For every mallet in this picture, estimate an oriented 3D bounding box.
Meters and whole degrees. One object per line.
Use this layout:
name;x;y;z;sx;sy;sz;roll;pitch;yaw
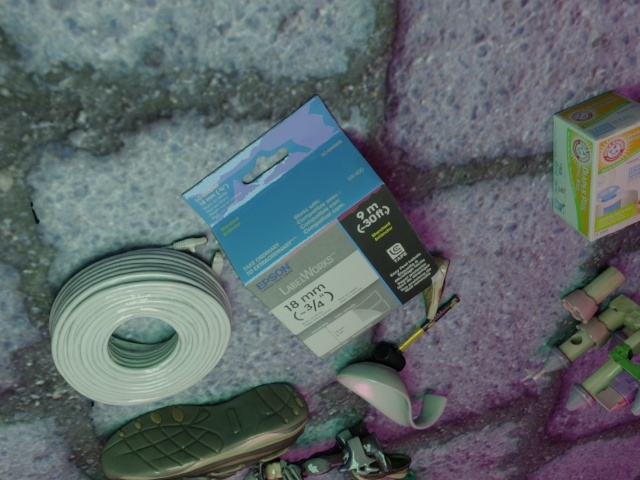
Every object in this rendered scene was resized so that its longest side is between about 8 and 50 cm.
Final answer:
mallet;0.189;0.175;1.120;0.189;0.039;0.062;-38;129;1

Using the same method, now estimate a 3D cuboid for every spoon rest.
spoon rest;0.142;0.299;1.137;0.276;0.137;0.084;31;64;-38

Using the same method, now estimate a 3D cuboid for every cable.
cable;-0.255;0.131;0.874;0.257;0.089;0.257;-10;126;-15

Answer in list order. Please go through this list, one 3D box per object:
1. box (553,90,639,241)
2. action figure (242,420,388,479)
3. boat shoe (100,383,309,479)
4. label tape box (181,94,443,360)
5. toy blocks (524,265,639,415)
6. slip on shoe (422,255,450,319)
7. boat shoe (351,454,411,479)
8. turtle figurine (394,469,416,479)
box;0.456;-0.119;0.973;0.114;0.103;0.203;-22;128;-7
action figure;-0.023;0.439;1.150;0.285;0.099;0.185;-15;168;-11
boat shoe;-0.189;0.362;1.036;0.355;0.132;0.130;-9;126;-14
label tape box;0.000;0.000;0.875;0.240;0.106;0.334;-36;129;4
toy blocks;0.605;0.275;1.193;0.260;0.288;0.309;-41;130;1
slip on shoe;0.195;0.082;1.053;0.041;0.051;0.135;16;134;15
boat shoe;0.134;0.489;1.305;0.152;0.056;0.049;9;115;-37
turtle figurine;0.230;0.650;1.418;0.175;0.118;0.234;10;127;21
